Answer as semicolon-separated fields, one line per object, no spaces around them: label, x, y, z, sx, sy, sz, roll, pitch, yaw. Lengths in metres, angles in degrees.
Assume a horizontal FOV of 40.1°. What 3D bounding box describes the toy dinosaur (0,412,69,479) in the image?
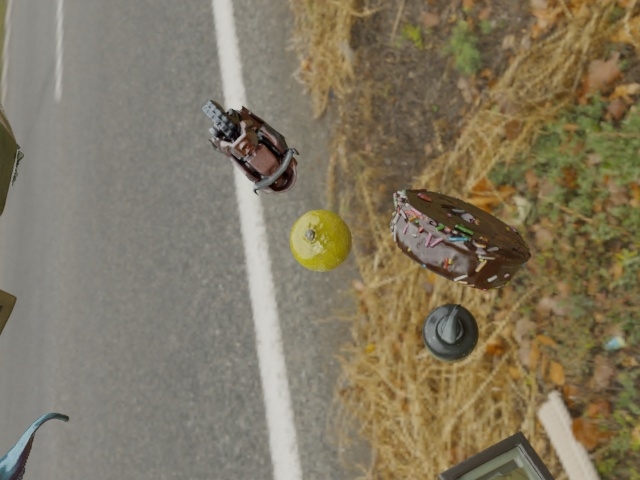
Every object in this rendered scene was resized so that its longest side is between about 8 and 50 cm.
toy dinosaur;-0.295;0.210;0.735;0.045;0.080;0.197;26;62;40

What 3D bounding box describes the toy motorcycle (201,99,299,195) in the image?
toy motorcycle;-0.091;-0.125;1.198;0.084;0.212;0.118;-43;75;3

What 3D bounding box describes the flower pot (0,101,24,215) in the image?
flower pot;-0.319;-0.087;0.481;0.259;0.290;0.291;65;-159;-66

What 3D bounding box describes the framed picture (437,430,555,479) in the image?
framed picture;0.242;0.336;1.085;0.168;0.127;0.023;57;164;32

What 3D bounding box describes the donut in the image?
donut;0.210;-0.003;1.369;0.089;0.235;0.235;-67;29;19

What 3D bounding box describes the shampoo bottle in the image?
shampoo bottle;0.234;0.167;1.580;0.284;0.101;0.101;49;-135;-77

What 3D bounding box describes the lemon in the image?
lemon;0.000;0.000;1.528;0.109;0.133;0.109;-4;77;20

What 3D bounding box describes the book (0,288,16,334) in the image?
book;-0.431;0.081;0.906;0.016;0.198;0.139;5;67;50
